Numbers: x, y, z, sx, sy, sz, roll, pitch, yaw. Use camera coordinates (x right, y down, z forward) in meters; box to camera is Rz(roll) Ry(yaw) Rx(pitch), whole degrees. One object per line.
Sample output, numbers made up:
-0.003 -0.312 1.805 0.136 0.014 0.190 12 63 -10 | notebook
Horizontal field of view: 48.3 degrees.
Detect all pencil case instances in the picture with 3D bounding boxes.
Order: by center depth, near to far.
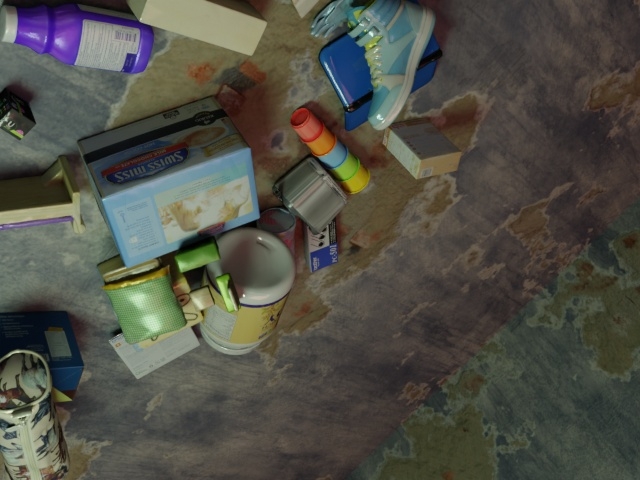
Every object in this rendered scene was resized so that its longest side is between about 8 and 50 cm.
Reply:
-0.702 0.454 1.710 0.159 0.184 0.411 -2 133 -12 | pencil case
-0.125 0.034 2.087 0.124 0.113 0.273 -34 145 -30 | pencil case

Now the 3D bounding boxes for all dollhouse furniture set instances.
-0.358 0.132 1.685 0.301 0.151 0.198 -19 102 -4 | dollhouse furniture set

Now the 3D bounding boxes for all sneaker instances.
0.129 -0.441 1.712 0.208 0.127 0.319 20 89 -21 | sneaker

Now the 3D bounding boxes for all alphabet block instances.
-0.450 0.140 1.894 0.197 0.193 0.192 -25 141 -13 | alphabet block

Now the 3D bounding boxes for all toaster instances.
-0.028 -0.130 1.985 0.146 0.129 0.227 -43 138 2 | toaster

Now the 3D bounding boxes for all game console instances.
0.152 -0.453 1.871 0.293 0.173 0.250 -33 110 -5 | game console

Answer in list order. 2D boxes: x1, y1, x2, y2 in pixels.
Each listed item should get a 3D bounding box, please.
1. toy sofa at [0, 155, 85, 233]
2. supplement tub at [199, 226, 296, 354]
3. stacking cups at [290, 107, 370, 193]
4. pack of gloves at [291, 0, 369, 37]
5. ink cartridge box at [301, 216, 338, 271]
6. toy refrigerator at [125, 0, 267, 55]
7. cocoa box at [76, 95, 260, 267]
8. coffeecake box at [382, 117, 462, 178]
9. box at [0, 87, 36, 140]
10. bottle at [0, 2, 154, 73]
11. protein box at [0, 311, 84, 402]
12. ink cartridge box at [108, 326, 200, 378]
-0.709 -0.055 1.547 0.362 0.150 0.177 -10 133 -28 | toy sofa
-0.214 0.148 1.976 0.240 0.241 0.331 -12 148 -26 | supplement tub
0.028 -0.251 1.942 0.096 0.096 0.316 -39 137 4 | stacking cups
0.041 -0.589 1.657 0.232 0.046 0.195 -38 155 2 | pack of gloves
0.000 0.000 2.195 0.097 0.046 0.207 -21 139 -16 | ink cartridge box
-0.257 -0.475 1.494 0.269 0.102 0.094 6 125 -40 | toy refrigerator
-0.346 -0.137 1.664 0.347 0.228 0.232 -22 139 -17 | cocoa box
0.286 -0.264 2.029 0.142 0.185 0.068 -14 136 -24 | coffeecake box
-0.627 -0.257 1.456 0.052 0.083 0.062 -42 141 8 | box
-0.478 -0.404 1.411 0.282 0.092 0.118 -1 129 -35 | bottle
-0.741 0.301 1.834 0.199 0.201 0.136 2 128 -37 | protein box
-0.494 0.291 2.127 0.223 0.045 0.224 -28 139 -11 | ink cartridge box
